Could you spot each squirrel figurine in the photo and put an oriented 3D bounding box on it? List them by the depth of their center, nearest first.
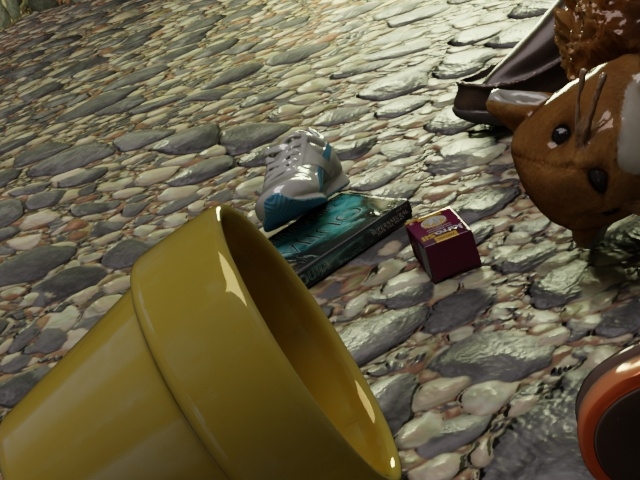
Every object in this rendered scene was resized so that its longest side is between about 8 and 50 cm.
[{"bbox_3d":[0.352,-0.158,1.284,0.370,0.281,0.397,-37,16,12],"label":"squirrel figurine"}]

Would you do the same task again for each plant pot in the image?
[{"bbox_3d":[-0.102,0.140,1.023,0.239,0.254,0.254,-34,20,8],"label":"plant pot"}]

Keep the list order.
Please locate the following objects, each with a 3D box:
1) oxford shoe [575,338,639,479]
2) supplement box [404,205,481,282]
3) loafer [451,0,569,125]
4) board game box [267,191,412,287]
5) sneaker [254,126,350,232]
[{"bbox_3d":[0.351,0.069,0.928,0.364,0.130,0.133,-15,14,9],"label":"oxford shoe"},{"bbox_3d":[0.126,0.003,1.388,0.055,0.043,0.083,-20,22,-5],"label":"supplement box"},{"bbox_3d":[0.316,-0.261,1.740,0.366,0.130,0.134,-28,23,-20],"label":"loafer"},{"bbox_3d":[0.000,0.000,1.531,0.186,0.026,0.126,-34,25,-31],"label":"board game box"},{"bbox_3d":[-0.036,-0.075,1.592,0.087,0.092,0.228,-28,5,17],"label":"sneaker"}]
